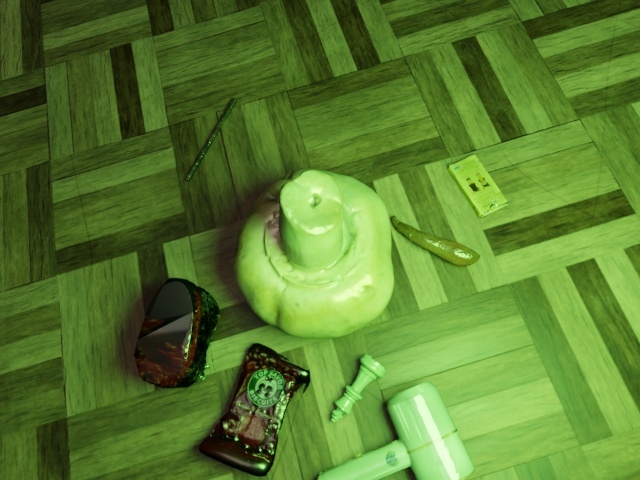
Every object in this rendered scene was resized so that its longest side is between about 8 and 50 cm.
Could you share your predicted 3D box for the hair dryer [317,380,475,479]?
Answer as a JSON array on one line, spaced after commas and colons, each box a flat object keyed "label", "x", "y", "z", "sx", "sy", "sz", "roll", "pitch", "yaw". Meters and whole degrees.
[{"label": "hair dryer", "x": 0.088, "y": 0.416, "z": 0.864, "sx": 0.356, "sy": 0.108, "sz": 0.173, "roll": -25, "pitch": 66, "yaw": 3}]

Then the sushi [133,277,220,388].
[{"label": "sushi", "x": -0.301, "y": 0.195, "z": 0.970, "sx": 0.136, "sy": 0.126, "sz": 0.226, "roll": 5, "pitch": 76, "yaw": 6}]

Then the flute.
[{"label": "flute", "x": -0.284, "y": -0.268, "z": 1.199, "sx": 0.014, "sy": 0.014, "sz": 0.270, "roll": 20, "pitch": 72, "yaw": 13}]

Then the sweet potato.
[{"label": "sweet potato", "x": 0.249, "y": 0.004, "z": 1.025, "sx": 0.214, "sy": 0.050, "sz": 0.050, "roll": 26, "pitch": 74, "yaw": 17}]

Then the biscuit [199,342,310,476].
[{"label": "biscuit", "x": -0.124, "y": 0.338, "z": 0.924, "sx": 0.151, "sy": 0.063, "sz": 0.236, "roll": 20, "pitch": 70, "yaw": 12}]

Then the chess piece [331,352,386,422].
[{"label": "chess piece", "x": 0.069, "y": 0.303, "z": 0.924, "sx": 0.059, "sy": 0.059, "sz": 0.149, "roll": 35, "pitch": 80, "yaw": 17}]

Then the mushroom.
[{"label": "mushroom", "x": 0.008, "y": 0.019, "z": 0.923, "sx": 0.325, "sy": 0.353, "sz": 0.353, "roll": 40, "pitch": 76, "yaw": -14}]

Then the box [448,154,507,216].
[{"label": "box", "x": 0.369, "y": -0.128, "z": 1.076, "sx": 0.073, "sy": 0.020, "sz": 0.149, "roll": -24, "pitch": 69, "yaw": -5}]
